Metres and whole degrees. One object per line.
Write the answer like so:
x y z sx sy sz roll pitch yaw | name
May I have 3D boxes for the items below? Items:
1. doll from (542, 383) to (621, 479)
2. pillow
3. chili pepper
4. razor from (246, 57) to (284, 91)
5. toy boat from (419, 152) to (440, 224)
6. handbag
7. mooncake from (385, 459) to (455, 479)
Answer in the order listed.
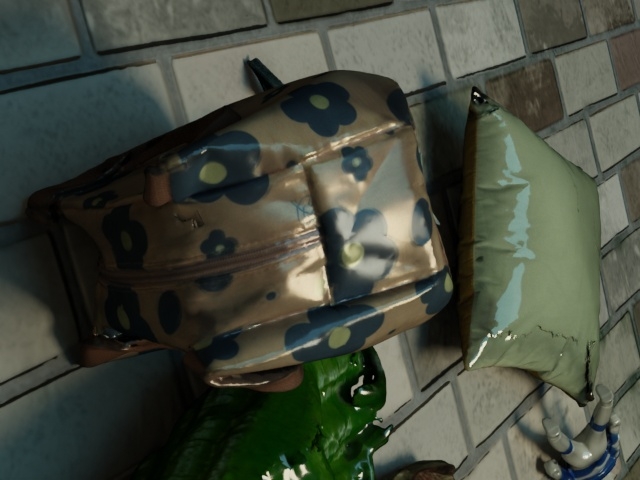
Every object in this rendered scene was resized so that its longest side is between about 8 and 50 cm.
0.329 0.269 1.325 0.114 0.057 0.227 -35 135 -9 | doll
0.246 0.019 1.229 0.312 0.119 0.310 23 69 -51 | pillow
-0.056 0.206 0.758 0.385 0.167 0.213 -52 140 -59 | chili pepper
0.000 -0.132 1.012 0.066 0.033 0.190 46 24 24 | razor
0.094 -0.036 1.107 0.105 0.034 0.149 -2 85 -56 | toy boat
-0.064 0.001 0.718 0.193 0.251 0.190 -18 98 -37 | handbag
0.101 0.278 1.021 0.130 0.073 0.125 -14 93 -55 | mooncake
